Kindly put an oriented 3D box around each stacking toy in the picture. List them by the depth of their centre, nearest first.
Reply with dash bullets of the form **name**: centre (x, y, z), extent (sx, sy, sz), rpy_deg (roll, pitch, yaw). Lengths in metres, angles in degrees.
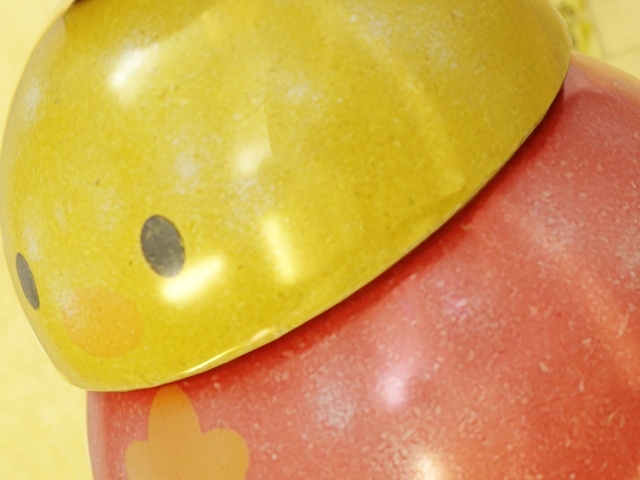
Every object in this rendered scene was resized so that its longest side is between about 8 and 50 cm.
- **stacking toy**: centre (0.000, 0.000, 0.677), extent (0.480, 0.350, 0.350), rpy_deg (53, -170, -17)
